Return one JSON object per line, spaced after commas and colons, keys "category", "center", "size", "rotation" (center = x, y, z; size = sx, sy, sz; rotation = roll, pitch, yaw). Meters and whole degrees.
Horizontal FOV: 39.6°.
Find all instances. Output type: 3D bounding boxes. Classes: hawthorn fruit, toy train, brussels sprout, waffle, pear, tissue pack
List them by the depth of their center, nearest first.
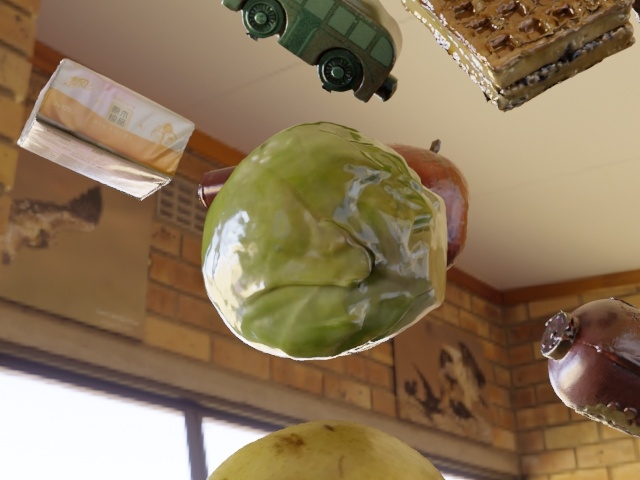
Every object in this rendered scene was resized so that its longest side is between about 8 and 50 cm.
{"category": "pear", "center": [0.006, 0.362, 0.958], "size": [0.348, 0.348, 0.348], "rotation": [-1, -25, 0]}
{"category": "brussels sprout", "center": [0.000, 0.000, 1.142], "size": [0.328, 0.328, 0.247], "rotation": [-11, -8, 21]}
{"category": "waffle", "center": [0.249, -0.329, 1.212], "size": [0.213, 0.308, 0.091], "rotation": [-28, -40, -5]}
{"category": "tissue pack", "center": [-0.344, -0.173, 1.420], "size": [0.225, 0.124, 0.185], "rotation": [25, -20, -22]}
{"category": "toy train", "center": [0.002, -0.355, 1.444], "size": [0.326, 0.129, 0.159], "rotation": [35, -62, -4]}
{"category": "hawthorn fruit", "center": [0.155, -0.060, 1.682], "size": [0.275, 0.299, 0.275], "rotation": [26, -4, 2]}

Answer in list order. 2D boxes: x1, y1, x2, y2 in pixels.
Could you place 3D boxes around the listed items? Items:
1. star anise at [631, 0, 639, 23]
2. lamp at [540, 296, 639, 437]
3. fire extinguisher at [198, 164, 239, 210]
{"category": "star anise", "center": [0.454, -0.459, 1.283], "size": [0.118, 0.331, 0.331], "rotation": [-38, -20, -16]}
{"category": "lamp", "center": [0.442, 0.184, 1.263], "size": [0.258, 0.180, 0.180], "rotation": [24, -29, -4]}
{"category": "fire extinguisher", "center": [-0.107, -0.126, 1.999], "size": [0.337, 0.106, 0.147], "rotation": [-6, -9, 37]}
